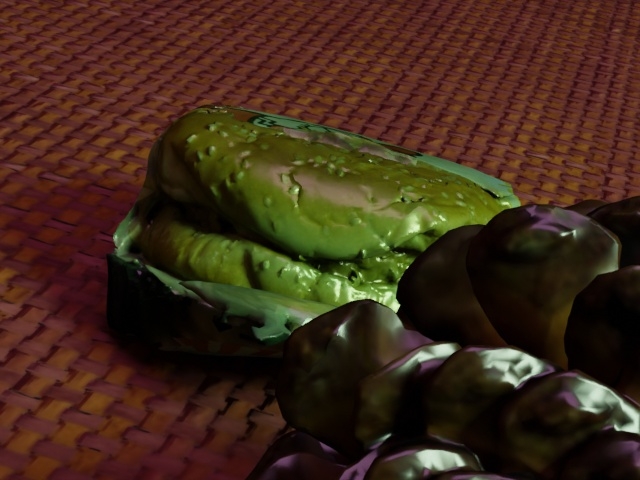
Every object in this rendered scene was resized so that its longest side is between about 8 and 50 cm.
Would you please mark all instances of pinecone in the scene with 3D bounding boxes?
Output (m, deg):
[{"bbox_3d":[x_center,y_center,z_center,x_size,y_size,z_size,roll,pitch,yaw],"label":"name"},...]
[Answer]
[{"bbox_3d":[0.092,0.101,0.483,0.246,0.246,0.292,14,8,6],"label":"pinecone"}]

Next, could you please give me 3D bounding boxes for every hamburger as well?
[{"bbox_3d":[-0.001,0.002,0.757,0.214,0.125,0.235,10,8,21],"label":"hamburger"}]
